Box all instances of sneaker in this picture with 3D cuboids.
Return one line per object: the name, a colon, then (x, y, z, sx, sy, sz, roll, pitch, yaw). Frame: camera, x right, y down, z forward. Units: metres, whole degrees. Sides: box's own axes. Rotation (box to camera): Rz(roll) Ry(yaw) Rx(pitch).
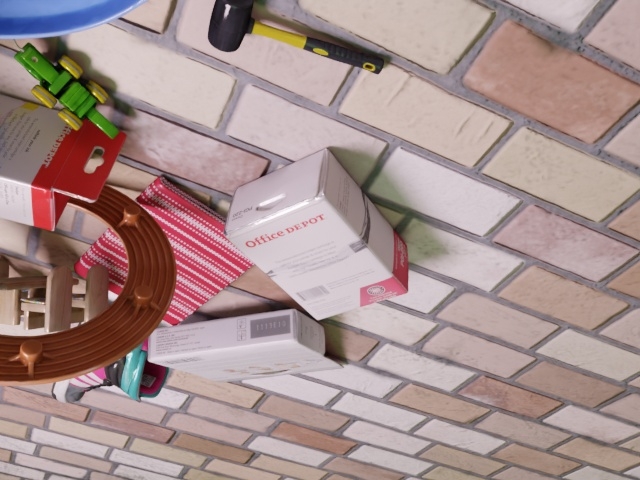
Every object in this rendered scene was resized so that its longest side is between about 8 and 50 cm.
sneaker: (-0.376, 0.240, 1.182, 0.178, 0.124, 0.296, 28, 135, -9)

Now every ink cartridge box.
ink cartridge box: (-0.366, -0.098, 0.772, 0.230, 0.134, 0.078, 16, 137, -9)
ink cartridge box: (0.000, 0.000, 0.867, 0.158, 0.092, 0.218, -20, 134, 28)
ink cartridge box: (-0.121, 0.193, 1.134, 0.274, 0.060, 0.239, -10, 157, 18)

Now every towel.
towel: (-0.233, 0.027, 0.979, 0.198, 0.031, 0.274, 34, 131, -25)

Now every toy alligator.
toy alligator: (-0.308, -0.186, 0.730, 0.190, 0.056, 0.051, 46, 167, -36)

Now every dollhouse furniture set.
dollhouse furniture set: (-0.459, 0.041, 0.913, 0.212, 0.161, 0.242, 3, 180, 22)

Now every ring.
ring: (-0.337, 0.019, 0.752, 0.336, 0.337, 0.032, 15, 132, -9)

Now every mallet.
mallet: (-0.021, -0.215, 0.668, 0.189, 0.039, 0.062, 9, 143, -8)

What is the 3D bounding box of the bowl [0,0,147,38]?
bowl: (-0.280, -0.301, 0.468, 0.390, 0.077, 0.391, -7, 160, -2)
